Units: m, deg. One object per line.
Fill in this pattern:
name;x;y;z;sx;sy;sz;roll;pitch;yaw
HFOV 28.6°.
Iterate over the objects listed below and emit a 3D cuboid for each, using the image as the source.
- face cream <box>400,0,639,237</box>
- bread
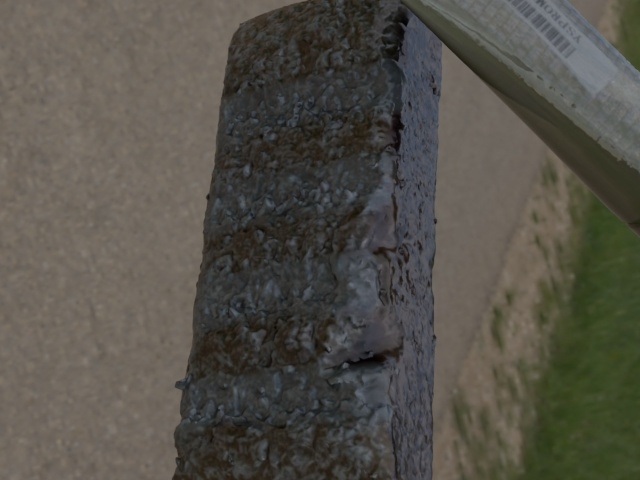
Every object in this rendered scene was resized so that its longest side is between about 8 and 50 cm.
face cream;0.176;-0.120;0.912;0.341;0.084;0.137;44;54;-10
bread;0.000;0.000;0.914;0.113;0.165;0.416;48;39;-51
